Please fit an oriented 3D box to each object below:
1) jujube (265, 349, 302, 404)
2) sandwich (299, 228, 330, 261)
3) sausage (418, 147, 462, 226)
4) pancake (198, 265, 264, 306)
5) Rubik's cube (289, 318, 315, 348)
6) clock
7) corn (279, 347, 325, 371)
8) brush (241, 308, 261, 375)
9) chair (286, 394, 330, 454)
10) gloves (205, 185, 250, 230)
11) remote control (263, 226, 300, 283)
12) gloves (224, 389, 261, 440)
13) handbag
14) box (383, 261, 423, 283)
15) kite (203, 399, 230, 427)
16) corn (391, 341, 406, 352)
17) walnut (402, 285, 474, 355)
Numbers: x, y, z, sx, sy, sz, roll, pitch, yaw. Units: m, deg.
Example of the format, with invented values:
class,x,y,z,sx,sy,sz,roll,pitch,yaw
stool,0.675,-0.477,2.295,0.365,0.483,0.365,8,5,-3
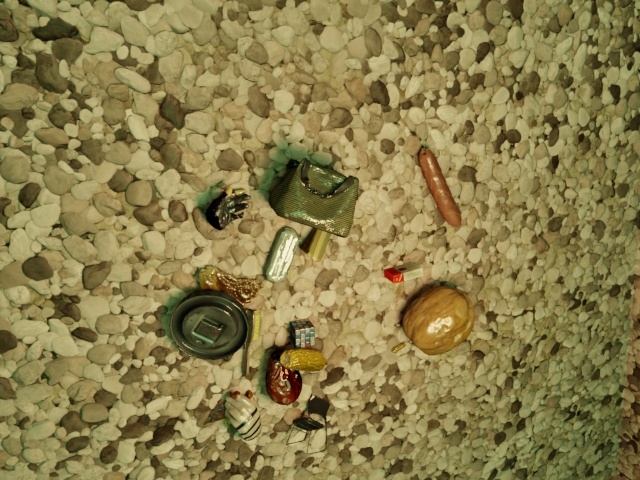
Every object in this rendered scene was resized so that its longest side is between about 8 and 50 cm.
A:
class,x,y,z,sx,sy,sz,roll,pitch,yaw
jujube,-0.166,0.599,1.859,0.168,0.168,0.236,-13,104,-16
sandwich,0.000,0.000,1.778,0.079,0.113,0.163,37,89,-24
sausage,0.547,-0.226,1.929,0.088,0.088,0.433,-35,112,-7
pancake,-0.353,0.205,1.737,0.244,0.057,0.266,-18,113,-12
Rubik's cube,-0.080,0.411,1.873,0.092,0.092,0.092,-6,106,-18
clock,-0.441,0.340,1.701,0.312,0.061,0.312,-2,114,-4
corn,-0.064,0.520,1.852,0.101,0.101,0.310,-53,147,0
brush,-0.294,0.440,1.824,0.067,0.072,0.313,-1,106,-33
chair,-0.050,0.869,2.008,0.140,0.221,0.145,36,133,-25
gloves,-0.356,-0.136,1.637,0.181,0.106,0.129,-51,119,-32
remote control,-0.161,0.065,1.775,0.104,0.052,0.247,18,95,-24
gloves,-0.333,0.759,1.855,0.140,0.131,0.219,-25,119,-21
handbag,-0.014,-0.174,1.653,0.340,0.247,0.240,17,97,-16
box,0.383,0.149,1.962,0.152,0.100,0.048,-12,105,-16
kite,-0.431,0.777,1.895,0.190,0.010,0.159,-11,109,-16
corn,0.389,0.536,2.109,0.083,0.027,0.028,-28,91,-11
walnut,0.557,0.364,1.982,0.306,0.306,0.344,40,90,-24
